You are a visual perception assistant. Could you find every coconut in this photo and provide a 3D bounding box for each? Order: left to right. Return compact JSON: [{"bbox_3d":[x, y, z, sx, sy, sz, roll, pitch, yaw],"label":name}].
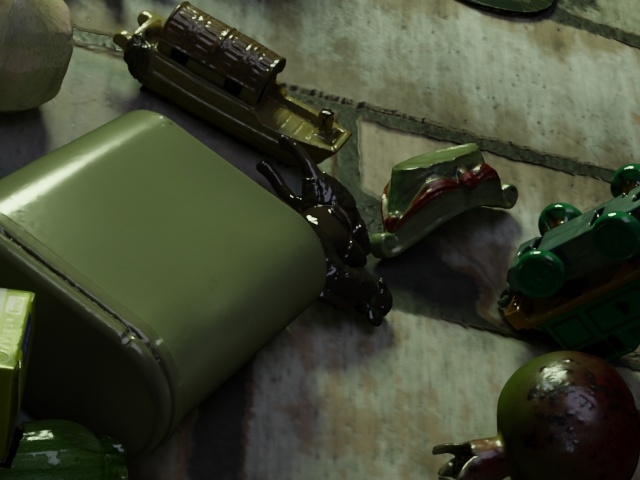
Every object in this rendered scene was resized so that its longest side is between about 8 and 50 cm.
[{"bbox_3d":[-0.260,-0.174,1.532,0.110,0.124,0.110,13,44,-13],"label":"coconut"}]

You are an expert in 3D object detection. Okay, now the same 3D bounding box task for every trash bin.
[{"bbox_3d":[-0.146,0.023,1.391,0.243,0.121,0.247,37,40,14],"label":"trash bin"}]

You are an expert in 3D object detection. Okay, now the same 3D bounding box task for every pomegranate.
[{"bbox_3d":[0.174,0.150,1.410,0.159,0.129,0.129,-3,48,-29],"label":"pomegranate"}]

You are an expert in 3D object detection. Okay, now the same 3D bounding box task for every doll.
[{"bbox_3d":[0.000,0.000,1.530,0.165,0.057,0.139,42,30,-5],"label":"doll"}]

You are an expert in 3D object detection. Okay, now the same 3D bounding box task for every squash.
[{"bbox_3d":[-0.231,0.163,1.236,0.219,0.068,0.077,-4,41,-29],"label":"squash"}]

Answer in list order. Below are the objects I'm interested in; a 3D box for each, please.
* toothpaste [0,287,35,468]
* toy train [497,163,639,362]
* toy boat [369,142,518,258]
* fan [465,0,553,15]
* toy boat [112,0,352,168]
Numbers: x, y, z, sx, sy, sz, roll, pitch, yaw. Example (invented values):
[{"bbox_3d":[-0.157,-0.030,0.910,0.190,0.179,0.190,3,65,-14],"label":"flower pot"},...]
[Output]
[{"bbox_3d":[-0.352,0.071,1.206,0.327,0.077,0.110,8,28,-5],"label":"toothpaste"},{"bbox_3d":[0.249,0.026,1.534,0.136,0.228,0.091,52,37,-16],"label":"toy train"},{"bbox_3d":[0.108,-0.041,1.623,0.185,0.071,0.089,-21,16,-40],"label":"toy boat"},{"bbox_3d":[0.133,-0.345,1.996,0.294,0.012,0.223,29,41,2],"label":"fan"},{"bbox_3d":[-0.076,-0.140,1.619,0.226,0.088,0.068,30,40,7],"label":"toy boat"}]
